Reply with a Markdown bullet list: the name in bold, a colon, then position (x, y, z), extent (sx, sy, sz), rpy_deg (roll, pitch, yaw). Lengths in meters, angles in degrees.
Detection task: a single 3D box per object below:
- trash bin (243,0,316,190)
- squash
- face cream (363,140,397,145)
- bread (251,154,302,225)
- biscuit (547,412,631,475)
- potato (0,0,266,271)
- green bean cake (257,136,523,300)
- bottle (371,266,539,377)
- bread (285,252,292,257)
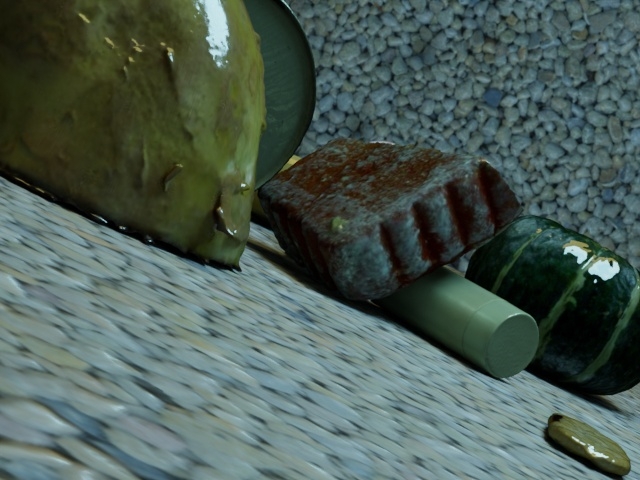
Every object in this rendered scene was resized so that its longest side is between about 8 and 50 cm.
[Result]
- **trash bin**: position (-0.178, -0.200, 1.642), extent (0.280, 0.280, 0.432), rpy_deg (25, 7, -21)
- **squash**: position (0.293, 0.079, 1.802), extent (0.252, 0.165, 0.252), rpy_deg (29, 3, -2)
- **face cream**: position (0.054, -0.020, 1.819), extent (0.154, 0.096, 0.274), rpy_deg (24, -24, 2)
- **bread**: position (-0.038, -0.060, 1.969), extent (0.147, 0.098, 0.217), rpy_deg (28, 1, 34)
- **biscuit**: position (0.215, 0.163, 1.221), extent (0.071, 0.018, 0.147), rpy_deg (29, 3, 7)
- **potato**: position (-0.156, -0.147, 1.263), extent (0.289, 0.237, 0.301), rpy_deg (24, 5, -41)
- **green bean cake**: position (0.059, -0.033, 1.554), extent (0.233, 0.198, 0.097), rpy_deg (30, -33, 57)
- **bottle**: position (0.129, 0.068, 1.530), extent (0.072, 0.072, 0.201), rpy_deg (24, 4, -40)
- **bread**: position (0.000, 0.000, 1.700), extent (0.043, 0.062, 0.109), rpy_deg (31, 3, 12)
